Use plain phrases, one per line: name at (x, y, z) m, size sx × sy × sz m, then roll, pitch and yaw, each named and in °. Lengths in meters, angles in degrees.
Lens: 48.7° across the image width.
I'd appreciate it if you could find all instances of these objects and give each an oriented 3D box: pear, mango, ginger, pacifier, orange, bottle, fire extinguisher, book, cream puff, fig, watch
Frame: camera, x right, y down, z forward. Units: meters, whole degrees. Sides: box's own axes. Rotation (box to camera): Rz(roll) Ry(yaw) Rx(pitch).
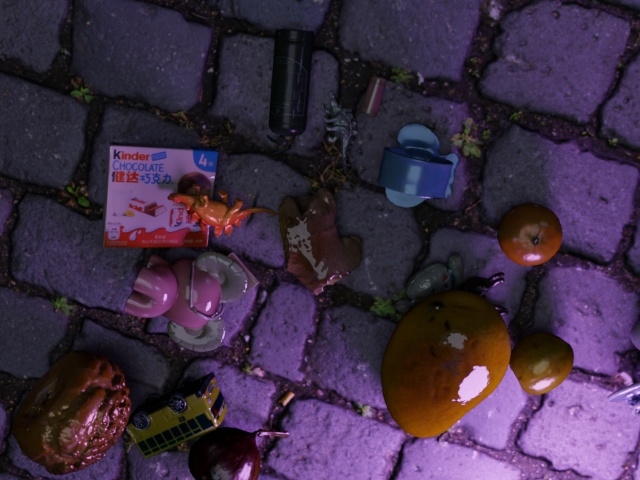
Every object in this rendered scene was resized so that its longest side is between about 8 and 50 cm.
pear at (0.558, 0.306, 1.789) m, size 0.162 × 0.149 × 0.149 m, roll -42°, pitch 95°, yaw 3°
mango at (0.306, 0.324, 1.786) m, size 0.301 × 0.220 × 0.445 m, roll 11°, pitch 124°, yaw -1°
ginger at (0.000, 0.000, 1.800) m, size 0.221 × 0.130 × 0.276 m, roll 2°, pitch 102°, yaw -5°
pacifier at (0.843, 0.308, 1.756) m, size 0.299 × 0.244 × 0.233 m, roll -16°, pitch 70°, yaw 5°
orange at (0.514, -0.014, 1.734) m, size 0.156 × 0.124 × 0.156 m, roll 2°, pitch 106°, yaw 8°
bottle at (0.130, -0.356, 1.741) m, size 0.045 × 0.045 × 0.096 m, roll 17°, pitch 103°, yaw 3°
fire extinguisher at (-0.081, -0.359, 1.743) m, size 0.114 × 0.095 × 0.311 m, roll 10°, pitch 104°, yaw 28°
book at (-0.228, 0.095, 1.902) m, size 0.077 × 0.014 × 0.111 m, roll -39°, pitch 96°, yaw 13°
cream puff at (-0.648, 0.462, 1.884) m, size 0.343 × 0.327 × 0.231 m, roll -17°, pitch 130°, yaw 44°
fig at (-0.237, 0.584, 1.935) m, size 0.203 × 0.186 × 0.249 m, roll 42°, pitch 97°, yaw 15°
watch at (0.237, -0.165, 1.696) m, size 0.211 × 0.193 × 0.211 m, roll 2°, pitch 104°, yaw 8°

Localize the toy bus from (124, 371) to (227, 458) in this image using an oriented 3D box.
toy bus at (-0.391, 0.483, 1.953) m, size 0.262 × 0.128 × 0.150 m, roll -26°, pitch 100°, yaw 13°

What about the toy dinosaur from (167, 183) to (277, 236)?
toy dinosaur at (-0.258, -0.066, 1.812) m, size 0.288 × 0.070 × 0.117 m, roll 13°, pitch 114°, yaw -28°

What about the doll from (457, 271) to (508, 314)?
doll at (0.399, 0.156, 1.818) m, size 0.165 × 0.057 × 0.139 m, roll -9°, pitch 115°, yaw 15°

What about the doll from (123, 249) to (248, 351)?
doll at (-0.345, 0.149, 1.828) m, size 0.268 × 0.216 × 0.284 m, roll 23°, pitch 107°, yaw -6°

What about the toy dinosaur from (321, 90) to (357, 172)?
toy dinosaur at (0.054, -0.271, 1.773) m, size 0.082 × 0.039 × 0.209 m, roll -8°, pitch 102°, yaw 7°

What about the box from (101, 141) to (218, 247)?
box at (-0.405, -0.110, 1.781) m, size 0.273 × 0.048 × 0.265 m, roll -1°, pitch 110°, yaw -27°

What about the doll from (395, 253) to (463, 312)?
doll at (0.285, 0.116, 1.819) m, size 0.214 × 0.071 × 0.103 m, roll -40°, pitch 119°, yaw 5°
